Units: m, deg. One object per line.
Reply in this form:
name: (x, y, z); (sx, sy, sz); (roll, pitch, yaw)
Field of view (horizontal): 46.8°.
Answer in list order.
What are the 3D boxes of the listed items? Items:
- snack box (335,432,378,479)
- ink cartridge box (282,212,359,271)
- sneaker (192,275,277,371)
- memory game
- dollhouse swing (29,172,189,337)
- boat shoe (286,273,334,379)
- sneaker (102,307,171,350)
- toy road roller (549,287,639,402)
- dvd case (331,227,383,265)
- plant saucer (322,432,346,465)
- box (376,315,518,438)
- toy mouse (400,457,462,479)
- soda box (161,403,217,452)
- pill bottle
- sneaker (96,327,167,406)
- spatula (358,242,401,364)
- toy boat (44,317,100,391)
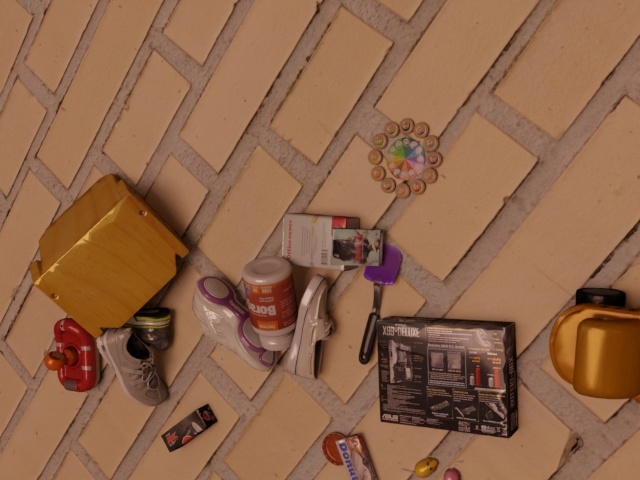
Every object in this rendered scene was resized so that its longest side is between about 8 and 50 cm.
snack box: (0.098, 0.564, 1.806); (0.064, 0.022, 0.178); (-22, 87, 23)
ink cartridge box: (0.000, 0.000, 1.796); (0.175, 0.072, 0.127); (6, 98, 30)
sneaker: (-0.228, 0.234, 1.950); (0.305, 0.114, 0.152); (47, 134, 18)
memory game: (0.192, -0.188, 1.702); (0.186, 0.012, 0.186); (3, 96, 30)
dollhouse swing: (-0.596, 0.025, 2.088); (0.347, 0.305, 0.315); (-44, 106, -1)
boat shoe: (-0.011, 0.216, 1.811); (0.088, 0.096, 0.267); (18, 100, 17)
sneaker: (-0.553, 0.263, 2.128); (0.300, 0.111, 0.121); (-3, 97, 33)
toy road roller: (0.593, 0.212, 1.366); (0.330, 0.241, 0.202); (6, 98, 30)
dvd case: (0.085, 0.016, 1.720); (0.120, 0.013, 0.087); (2, 96, -9)
plant saucer: (0.043, 0.521, 1.850); (0.084, 0.013, 0.083); (3, 97, 31)
box: (0.278, 0.298, 1.655); (0.308, 0.076, 0.242); (-1, 93, 30)
toy mouse: (0.274, 0.571, 1.707); (0.161, 0.031, 0.143); (-33, 78, 28)
soda box: (-0.368, 0.527, 2.070); (0.169, 0.053, 0.060); (-40, 74, 28)
pill bottle: (-0.117, 0.157, 1.810); (0.121, 0.121, 0.216); (10, 122, 30)
sneaker: (-0.502, 0.355, 2.049); (0.115, 0.105, 0.281); (-15, 122, 25)
spatula: (0.130, 0.154, 1.757); (0.084, 0.030, 0.296); (14, 101, 27)
toy boat: (-0.763, 0.350, 2.231); (0.151, 0.151, 0.231); (1, 95, 30)
